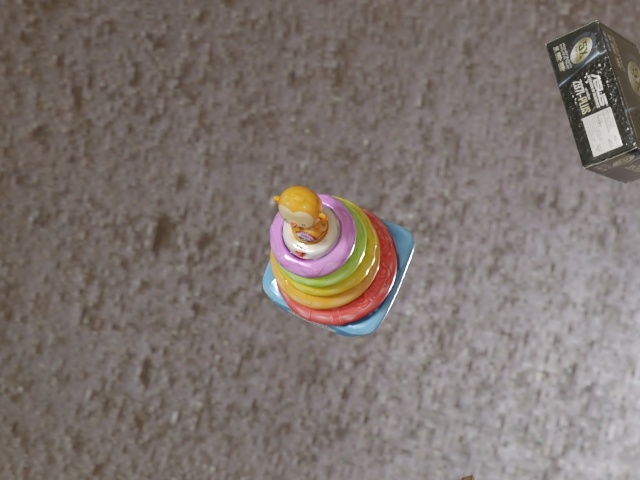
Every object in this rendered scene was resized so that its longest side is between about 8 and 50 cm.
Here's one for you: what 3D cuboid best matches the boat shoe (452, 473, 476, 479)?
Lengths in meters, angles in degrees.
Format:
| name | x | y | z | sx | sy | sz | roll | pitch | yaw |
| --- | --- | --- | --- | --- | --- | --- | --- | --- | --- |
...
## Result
| name | x | y | z | sx | sy | sz | roll | pitch | yaw |
| --- | --- | --- | --- | --- | --- | --- | --- | --- | --- |
| boat shoe | 0.087 | 0.244 | 0.919 | 0.207 | 0.073 | 0.073 | -76 | 146 | -64 |

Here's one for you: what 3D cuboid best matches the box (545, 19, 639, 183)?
| name | x | y | z | sx | sy | sz | roll | pitch | yaw |
| --- | --- | --- | --- | --- | --- | --- | --- | --- | --- |
| box | 0.379 | -0.177 | 1.682 | 0.147 | 0.077 | 0.180 | 11 | 61 | -56 |

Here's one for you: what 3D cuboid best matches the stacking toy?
| name | x | y | z | sx | sy | sz | roll | pitch | yaw |
| --- | --- | --- | --- | --- | --- | --- | --- | --- | --- |
| stacking toy | 0.000 | 0.000 | 1.570 | 0.166 | 0.175 | 0.302 | -65 | 164 | -11 |
